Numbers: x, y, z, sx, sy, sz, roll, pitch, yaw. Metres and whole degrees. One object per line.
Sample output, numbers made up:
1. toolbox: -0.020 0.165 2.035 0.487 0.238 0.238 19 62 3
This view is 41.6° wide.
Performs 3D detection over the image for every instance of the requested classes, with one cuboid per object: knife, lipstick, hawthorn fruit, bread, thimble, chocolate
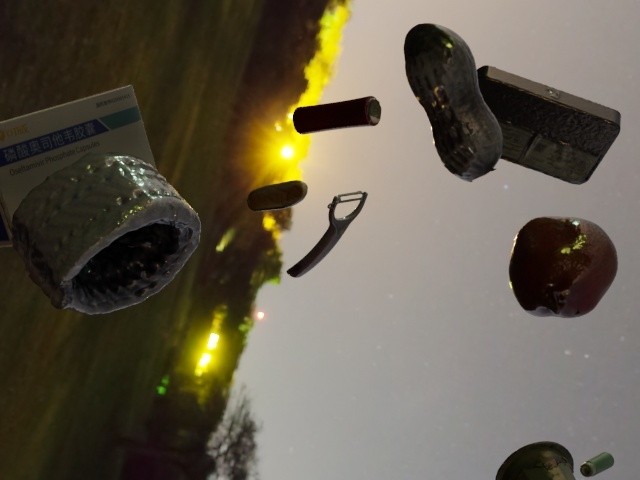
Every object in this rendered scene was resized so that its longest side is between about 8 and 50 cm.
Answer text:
1. knife: 0.001 0.002 1.884 0.053 0.123 0.278 56 -51 25
2. lipstick: 0.040 -0.321 2.170 0.241 0.080 0.080 -2 -115 37
3. hawthorn fruit: 0.647 0.077 2.305 0.311 0.295 0.295 -35 176 -21
4. bread: -0.112 -0.121 2.289 0.214 0.053 0.073 -11 -82 38
5. thimble: -0.316 -0.011 1.241 0.245 0.157 0.217 -27 151 -37
6. chocolate: 0.198 -0.206 1.250 0.110 0.248 0.110 -26 -165 8

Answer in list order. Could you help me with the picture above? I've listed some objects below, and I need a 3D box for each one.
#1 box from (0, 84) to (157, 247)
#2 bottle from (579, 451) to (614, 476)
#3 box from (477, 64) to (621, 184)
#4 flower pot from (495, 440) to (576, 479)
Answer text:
1. box: -0.442 -0.138 1.476 0.343 0.065 0.200 -33 115 -50
2. bottle: 0.501 0.407 1.527 0.030 0.083 0.030 4 -84 44
3. box: 0.493 -0.263 1.955 0.211 0.350 0.058 110 0 -49
4. flower pot: 0.557 0.627 2.042 0.202 0.212 0.212 -115 -137 -63
